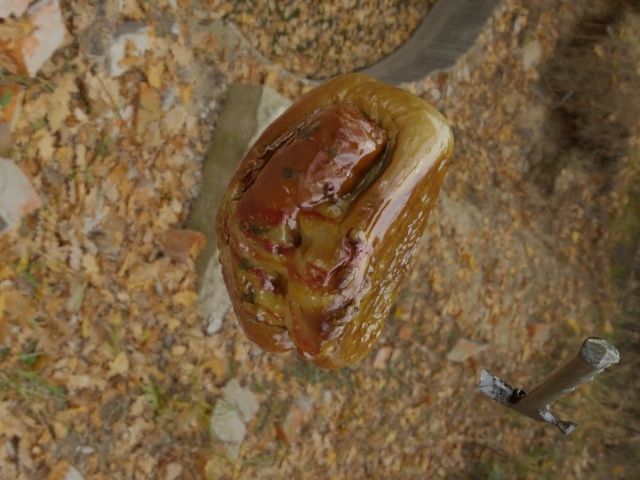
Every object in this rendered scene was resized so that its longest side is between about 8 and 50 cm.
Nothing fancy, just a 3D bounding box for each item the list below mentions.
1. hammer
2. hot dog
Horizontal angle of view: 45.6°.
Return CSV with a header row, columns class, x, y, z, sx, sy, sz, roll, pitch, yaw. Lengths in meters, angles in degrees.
class,x,y,z,sx,sy,sz,roll,pitch,yaw
hammer,0.227,0.140,0.737,0.027,0.125,0.297,-63,169,-17
hot dog,0.000,0.000,0.617,0.153,0.150,0.257,-23,140,-49
